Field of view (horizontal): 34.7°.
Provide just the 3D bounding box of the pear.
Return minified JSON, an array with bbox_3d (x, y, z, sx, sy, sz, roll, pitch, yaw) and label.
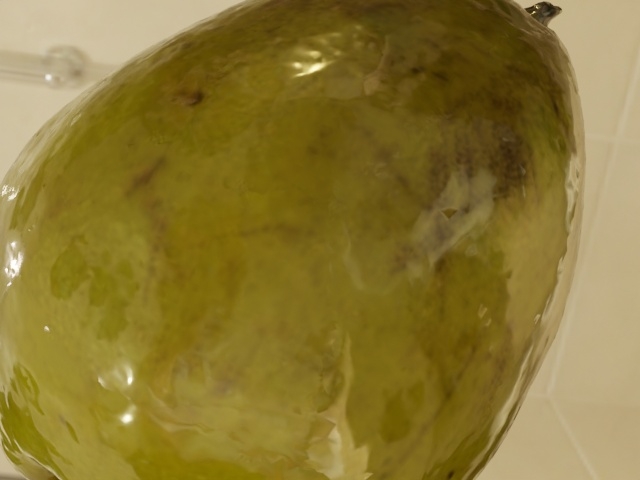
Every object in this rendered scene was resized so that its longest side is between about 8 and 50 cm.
[{"bbox_3d":[0.000,0.000,0.527,0.375,0.287,0.287,-46,1,-11],"label":"pear"}]
